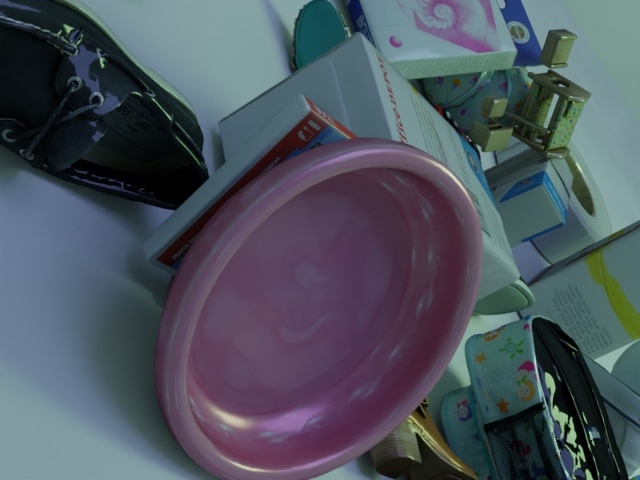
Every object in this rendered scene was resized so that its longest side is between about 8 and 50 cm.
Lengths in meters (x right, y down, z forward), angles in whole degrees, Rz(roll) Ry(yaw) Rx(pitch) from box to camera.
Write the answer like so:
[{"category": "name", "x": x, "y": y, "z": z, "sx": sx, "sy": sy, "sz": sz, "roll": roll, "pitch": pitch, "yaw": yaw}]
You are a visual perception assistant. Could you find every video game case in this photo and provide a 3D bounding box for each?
[{"category": "video game case", "x": 0.000, "y": 0.000, "z": 1.082, "sx": 0.285, "sy": 0.204, "sz": 0.025, "roll": 32, "pitch": 22, "yaw": -44}]

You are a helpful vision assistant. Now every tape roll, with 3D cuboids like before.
[{"category": "tape roll", "x": 0.445, "y": -0.094, "z": 2.169, "sx": 0.286, "sy": 0.100, "sz": 0.286, "roll": 42, "pitch": 33, "yaw": -36}]

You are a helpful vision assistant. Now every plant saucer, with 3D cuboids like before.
[{"category": "plant saucer", "x": -0.006, "y": 0.057, "z": 1.002, "sx": 0.332, "sy": 0.332, "sz": 0.084, "roll": 33, "pitch": 3, "yaw": -46}]

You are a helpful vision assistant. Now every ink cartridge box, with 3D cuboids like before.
[{"category": "ink cartridge box", "x": 0.327, "y": -0.071, "z": 1.869, "sx": 0.086, "sy": 0.148, "sz": 0.203, "roll": 58, "pitch": 27, "yaw": -13}, {"category": "ink cartridge box", "x": 0.540, "y": 0.053, "z": 1.880, "sx": 0.160, "sy": 0.385, "sz": 0.279, "roll": 61, "pitch": 25, "yaw": 4}, {"category": "ink cartridge box", "x": 0.054, "y": -0.046, "z": 1.256, "sx": 0.270, "sy": 0.197, "sz": 0.198, "roll": 38, "pitch": 31, "yaw": -46}, {"category": "ink cartridge box", "x": 0.187, "y": -0.417, "z": 1.828, "sx": 0.330, "sy": 0.071, "sz": 0.324, "roll": -10, "pitch": 68, "yaw": -22}]

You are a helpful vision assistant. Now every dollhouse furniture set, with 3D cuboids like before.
[{"category": "dollhouse furniture set", "x": 0.340, "y": -0.224, "z": 1.790, "sx": 0.161, "sy": 0.181, "sz": 0.101, "roll": -12, "pitch": 39, "yaw": -38}]

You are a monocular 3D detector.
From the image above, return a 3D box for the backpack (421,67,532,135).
[{"category": "backpack", "x": 0.262, "y": -0.267, "z": 1.918, "sx": 0.144, "sy": 0.166, "sz": 0.188, "roll": 2, "pitch": 60, "yaw": -51}]

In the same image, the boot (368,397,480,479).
[{"category": "boot", "x": 0.111, "y": 0.207, "z": 1.294, "sx": 0.197, "sy": 0.073, "sz": 0.152, "roll": 39, "pitch": 30, "yaw": -45}]

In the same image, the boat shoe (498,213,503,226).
[{"category": "boat shoe", "x": 0.200, "y": -0.057, "z": 1.722, "sx": 0.070, "sy": 0.078, "sz": 0.219, "roll": -52, "pitch": 122, "yaw": -24}]

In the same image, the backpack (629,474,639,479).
[{"category": "backpack", "x": 0.434, "y": 0.485, "z": 1.466, "sx": 0.290, "sy": 0.273, "sz": 0.355, "roll": 29, "pitch": 29, "yaw": -40}]

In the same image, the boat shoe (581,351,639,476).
[{"category": "boat shoe", "x": 0.356, "y": 0.243, "z": 1.636, "sx": 0.136, "sy": 0.156, "sz": 0.367, "roll": 34, "pitch": 4, "yaw": -24}]

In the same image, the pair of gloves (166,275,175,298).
[{"category": "pair of gloves", "x": -0.087, "y": 0.047, "z": 1.131, "sx": 0.159, "sy": 0.023, "sz": 0.198, "roll": 47, "pitch": 30, "yaw": -30}]

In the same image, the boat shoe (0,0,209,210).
[{"category": "boat shoe", "x": -0.203, "y": -0.103, "z": 0.939, "sx": 0.340, "sy": 0.127, "sz": 0.113, "roll": 37, "pitch": 23, "yaw": -59}]

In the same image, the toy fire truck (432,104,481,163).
[{"category": "toy fire truck", "x": 0.199, "y": -0.141, "z": 1.814, "sx": 0.192, "sy": 0.047, "sz": 0.135, "roll": 42, "pitch": 33, "yaw": -38}]

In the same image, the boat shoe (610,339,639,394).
[{"category": "boat shoe", "x": 0.494, "y": 0.264, "z": 1.835, "sx": 0.228, "sy": 0.080, "sz": 0.076, "roll": -70, "pitch": 161, "yaw": -1}]

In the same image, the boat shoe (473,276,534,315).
[{"category": "boat shoe", "x": 0.201, "y": 0.030, "z": 1.580, "sx": 0.302, "sy": 0.114, "sz": 0.091, "roll": 29, "pitch": 47, "yaw": -50}]

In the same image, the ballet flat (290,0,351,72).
[{"category": "ballet flat", "x": 0.013, "y": -0.204, "z": 1.514, "sx": 0.077, "sy": 0.091, "sz": 0.240, "roll": 81, "pitch": -2, "yaw": -68}]

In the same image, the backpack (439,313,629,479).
[{"category": "backpack", "x": 0.262, "y": 0.225, "z": 1.415, "sx": 0.225, "sy": 0.191, "sz": 0.253, "roll": 17, "pitch": 58, "yaw": -60}]
